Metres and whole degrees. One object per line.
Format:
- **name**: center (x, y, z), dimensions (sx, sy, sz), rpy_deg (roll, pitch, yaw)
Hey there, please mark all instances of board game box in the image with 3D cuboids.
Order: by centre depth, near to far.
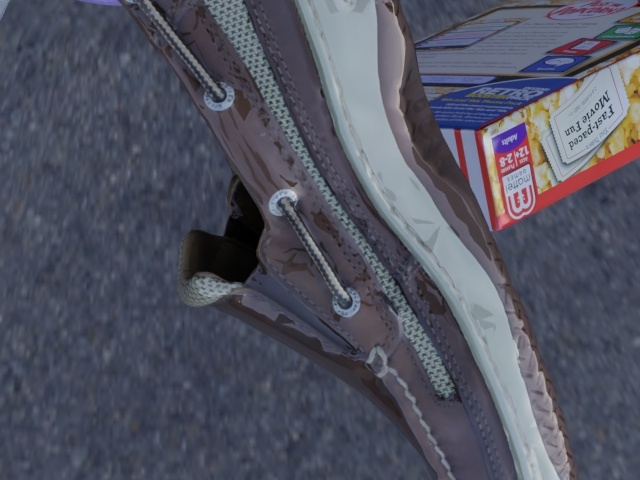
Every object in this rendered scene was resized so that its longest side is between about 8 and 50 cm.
- **board game box**: center (0.081, -0.061, 0.854), dimensions (0.193, 0.147, 0.045), rpy_deg (-26, 112, -38)

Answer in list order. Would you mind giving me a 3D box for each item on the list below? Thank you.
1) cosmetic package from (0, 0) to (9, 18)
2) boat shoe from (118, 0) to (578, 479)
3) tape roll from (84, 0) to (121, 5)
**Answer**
- **cosmetic package**: center (-0.147, -0.116, 0.636), dimensions (0.115, 0.041, 0.060), rpy_deg (45, 126, 20)
- **boat shoe**: center (-0.001, -0.002, 0.626), dimensions (0.095, 0.095, 0.257), rpy_deg (-24, 103, -4)
- **tape roll**: center (-0.092, -0.239, 0.812), dimensions (0.275, 0.090, 0.275), rpy_deg (14, 127, 20)
